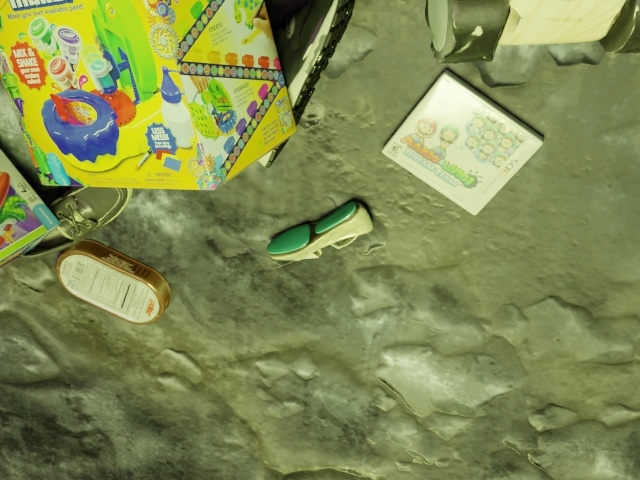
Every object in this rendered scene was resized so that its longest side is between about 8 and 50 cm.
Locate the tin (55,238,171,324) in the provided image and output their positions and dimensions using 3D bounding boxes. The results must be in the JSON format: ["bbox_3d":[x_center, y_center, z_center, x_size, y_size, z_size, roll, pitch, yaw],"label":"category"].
[{"bbox_3d":[-0.331,0.069,1.438,0.190,0.040,0.106,25,131,-3],"label":"tin"}]

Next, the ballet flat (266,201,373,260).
[{"bbox_3d":[0.000,0.000,1.286,0.168,0.057,0.052,-24,124,28],"label":"ballet flat"}]

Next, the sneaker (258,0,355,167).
[{"bbox_3d":[-0.061,-0.224,1.121,0.124,0.107,0.283,31,126,0],"label":"sneaker"}]

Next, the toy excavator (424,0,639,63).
[{"bbox_3d":[0.196,-0.432,0.755,0.222,0.445,0.433,-5,157,-4],"label":"toy excavator"}]

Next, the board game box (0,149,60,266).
[{"bbox_3d":[-0.552,-0.097,1.220,0.078,0.233,0.347,-34,97,32],"label":"board game box"}]

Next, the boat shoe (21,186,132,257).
[{"bbox_3d":[-0.373,-0.031,1.356,0.223,0.073,0.080,-27,113,30],"label":"boat shoe"}]

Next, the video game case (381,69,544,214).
[{"bbox_3d":[0.182,-0.124,1.170,0.157,0.019,0.143,33,126,-8],"label":"video game case"}]

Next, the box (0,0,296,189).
[{"bbox_3d":[-0.219,-0.222,1.061,0.290,0.177,0.279,3,119,35],"label":"box"}]
